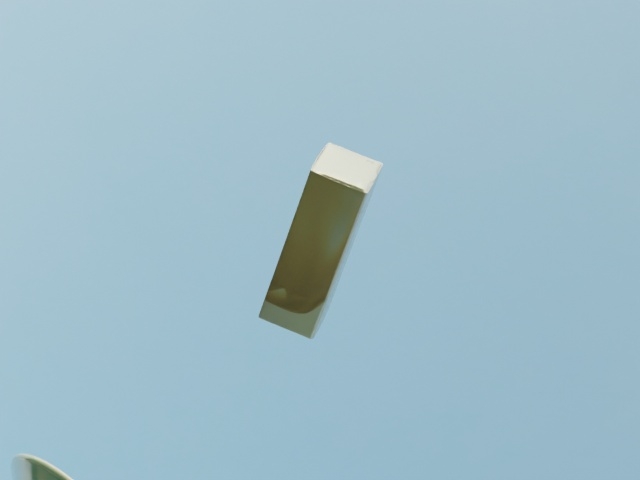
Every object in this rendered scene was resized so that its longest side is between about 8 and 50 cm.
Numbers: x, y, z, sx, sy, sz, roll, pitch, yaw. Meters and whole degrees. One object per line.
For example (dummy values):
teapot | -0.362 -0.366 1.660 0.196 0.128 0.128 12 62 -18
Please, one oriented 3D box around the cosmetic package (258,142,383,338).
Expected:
cosmetic package | 0.000 0.000 1.025 0.041 0.060 0.115 22 -66 4

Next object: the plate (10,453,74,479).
plate | -0.080 0.172 0.665 0.188 0.024 0.188 39 -27 25
